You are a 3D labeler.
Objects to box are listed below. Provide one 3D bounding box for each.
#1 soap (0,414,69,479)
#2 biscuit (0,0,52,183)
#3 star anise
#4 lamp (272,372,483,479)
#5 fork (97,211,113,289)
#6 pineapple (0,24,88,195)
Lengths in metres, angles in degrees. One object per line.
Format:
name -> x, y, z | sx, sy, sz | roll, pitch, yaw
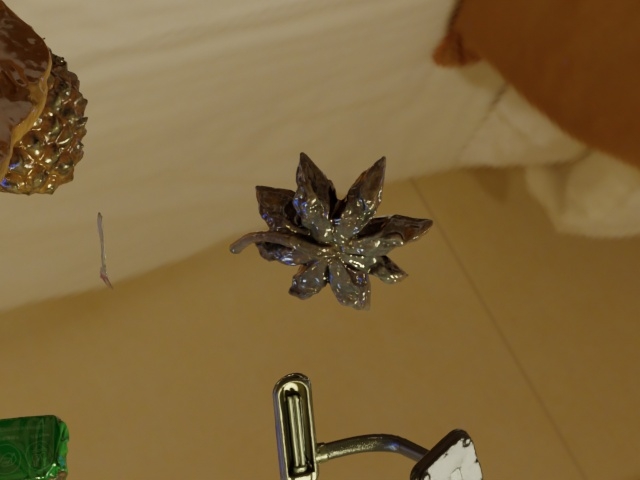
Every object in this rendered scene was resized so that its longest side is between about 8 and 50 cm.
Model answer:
soap -> -0.455, 0.290, 1.799 | 0.273, 0.098, 0.218 | -5, 160, -17
biscuit -> -0.327, -0.121, 1.003 | 0.269, 0.376, 0.051 | 14, 134, -14
star anise -> 0.000, 0.000, 1.687 | 0.262, 0.081, 0.230 | -8, 127, 22
lamp -> 0.074, 0.275, 2.011 | 0.124, 0.283, 0.203 | -48, 134, -40
fork -> -0.281, 0.016, 1.858 | 0.012, 0.016, 0.115 | -36, 133, -43
pineapple -> -0.341, -0.150, 1.616 | 0.166, 0.166, 0.193 | -7, 109, -43
